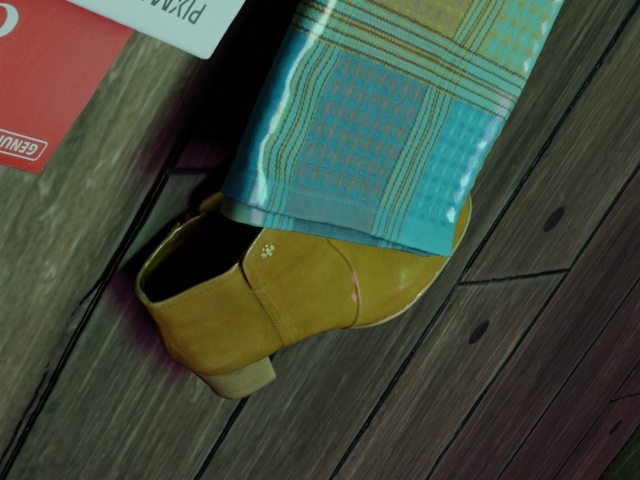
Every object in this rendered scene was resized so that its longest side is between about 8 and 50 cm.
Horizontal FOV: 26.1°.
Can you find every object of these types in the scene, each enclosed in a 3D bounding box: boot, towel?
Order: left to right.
[{"bbox_3d":[-0.001,0.000,1.087,0.295,0.104,0.211,-38,153,-11],"label":"boot"},{"bbox_3d":[0.087,-0.163,0.976,0.271,0.040,0.370,11,108,-52],"label":"towel"}]

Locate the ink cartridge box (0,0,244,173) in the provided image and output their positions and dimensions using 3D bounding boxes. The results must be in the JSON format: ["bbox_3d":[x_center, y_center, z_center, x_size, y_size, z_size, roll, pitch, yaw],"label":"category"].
[{"bbox_3d":[-0.152,-0.146,0.702,0.261,0.066,0.296,-55,153,11],"label":"ink cartridge box"}]
